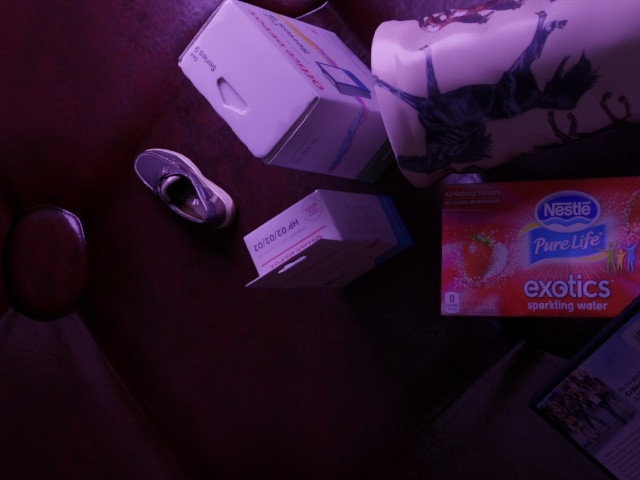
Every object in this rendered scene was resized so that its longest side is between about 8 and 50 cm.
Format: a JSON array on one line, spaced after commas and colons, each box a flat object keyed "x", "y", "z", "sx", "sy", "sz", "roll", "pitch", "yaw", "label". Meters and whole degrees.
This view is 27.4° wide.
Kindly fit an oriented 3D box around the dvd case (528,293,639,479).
[{"x": 0.324, "y": 0.173, "z": 1.126, "sx": 0.253, "sy": 0.022, "sz": 0.180, "roll": 41, "pitch": 131, "yaw": 4, "label": "dvd case"}]

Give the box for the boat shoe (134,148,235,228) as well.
[{"x": -0.163, "y": -0.063, "z": 1.503, "sx": 0.152, "sy": 0.049, "sz": 0.056, "roll": 31, "pitch": 105, "yaw": 29, "label": "boat shoe"}]

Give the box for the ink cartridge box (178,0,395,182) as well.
[{"x": -0.018, "y": -0.146, "z": 1.317, "sx": 0.154, "sy": 0.212, "sz": 0.093, "roll": 49, "pitch": 113, "yaw": 24, "label": "ink cartridge box"}]

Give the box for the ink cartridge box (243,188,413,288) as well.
[{"x": 0.000, "y": 0.000, "z": 1.320, "sx": 0.104, "sy": 0.181, "sz": 0.061, "roll": -33, "pitch": 72, "yaw": 27, "label": "ink cartridge box"}]

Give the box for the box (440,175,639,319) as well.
[{"x": 0.247, "y": 0.008, "z": 1.198, "sx": 0.257, "sy": 0.123, "sz": 0.128, "roll": 0, "pitch": 88, "yaw": 32, "label": "box"}]

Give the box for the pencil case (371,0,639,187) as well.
[{"x": 0.235, "y": -0.174, "z": 1.168, "sx": 0.410, "sy": 0.183, "sz": 0.160, "roll": -16, "pitch": 115, "yaw": 26, "label": "pencil case"}]
